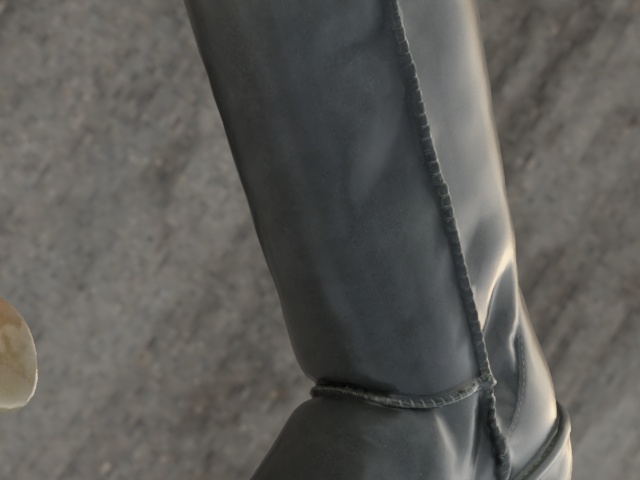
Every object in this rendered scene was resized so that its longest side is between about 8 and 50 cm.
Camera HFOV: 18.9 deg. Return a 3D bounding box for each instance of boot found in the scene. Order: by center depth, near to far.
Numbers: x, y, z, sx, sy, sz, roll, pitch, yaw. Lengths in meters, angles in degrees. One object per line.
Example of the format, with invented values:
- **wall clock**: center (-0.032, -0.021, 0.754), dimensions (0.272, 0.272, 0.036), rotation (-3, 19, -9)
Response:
- **boot**: center (-0.003, 0.000, 0.476), dimensions (0.189, 0.076, 0.208), rotation (-44, 132, -50)

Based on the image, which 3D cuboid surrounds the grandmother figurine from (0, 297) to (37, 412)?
- **grandmother figurine**: center (-0.267, 0.039, 0.717), dimensions (0.104, 0.208, 0.342), rotation (-26, 175, 40)
